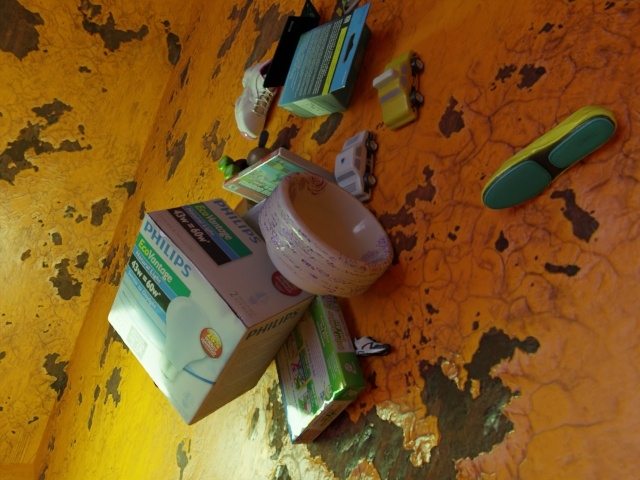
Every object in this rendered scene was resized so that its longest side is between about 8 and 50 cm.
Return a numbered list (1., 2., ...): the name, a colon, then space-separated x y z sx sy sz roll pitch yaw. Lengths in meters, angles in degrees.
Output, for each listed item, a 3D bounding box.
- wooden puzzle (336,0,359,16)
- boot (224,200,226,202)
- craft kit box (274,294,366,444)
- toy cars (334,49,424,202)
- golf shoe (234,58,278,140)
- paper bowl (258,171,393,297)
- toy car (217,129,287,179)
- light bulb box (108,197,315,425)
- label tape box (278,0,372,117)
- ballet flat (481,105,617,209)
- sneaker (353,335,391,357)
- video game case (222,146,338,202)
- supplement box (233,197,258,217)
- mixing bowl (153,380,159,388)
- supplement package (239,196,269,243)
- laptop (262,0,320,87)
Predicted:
1. wooden puzzle: 0.089 -0.724 1.521 0.116 0.014 0.078 -43 43 33
2. boot: -0.298 -0.015 1.597 0.246 0.084 0.161 -117 13 -63
3. craft kit box: -0.015 0.277 1.117 0.246 0.061 0.249 -58 35 36
4. toy cars: 0.123 -0.272 1.192 0.393 0.087 0.176 -61 35 14
5. golf shoe: -0.214 -0.497 1.746 0.140 0.115 0.306 -16 63 46
6. paper bowl: 0.000 0.000 1.056 0.148 0.284 0.284 -49 40 29
7. toy car: -0.197 -0.249 1.577 0.188 0.155 0.149 -52 38 9
8. light bulb box: -0.267 0.157 1.178 0.358 0.225 0.361 44 124 19
9. label tape box: 0.038 -0.480 1.392 0.334 0.106 0.240 10 81 55
10. ballet flat: 0.364 -0.135 0.822 0.231 0.077 0.077 -39 24 33
11. sneaker: 0.101 0.214 1.029 0.109 0.040 0.043 -17 59 49
12. video game case: -0.105 -0.151 1.342 0.285 0.204 0.025 -18 57 49
13. supplement box: -0.209 -0.023 1.537 0.078 0.080 0.233 -44 41 35
14. mixing bowl: -0.476 0.405 1.678 0.181 0.098 0.181 -30 51 45
15. supplement package: -0.166 -0.001 1.331 0.244 0.134 0.139 -33 89 23
16. laptop: -0.108 -0.632 1.602 0.234 0.137 0.264 -60 34 36
